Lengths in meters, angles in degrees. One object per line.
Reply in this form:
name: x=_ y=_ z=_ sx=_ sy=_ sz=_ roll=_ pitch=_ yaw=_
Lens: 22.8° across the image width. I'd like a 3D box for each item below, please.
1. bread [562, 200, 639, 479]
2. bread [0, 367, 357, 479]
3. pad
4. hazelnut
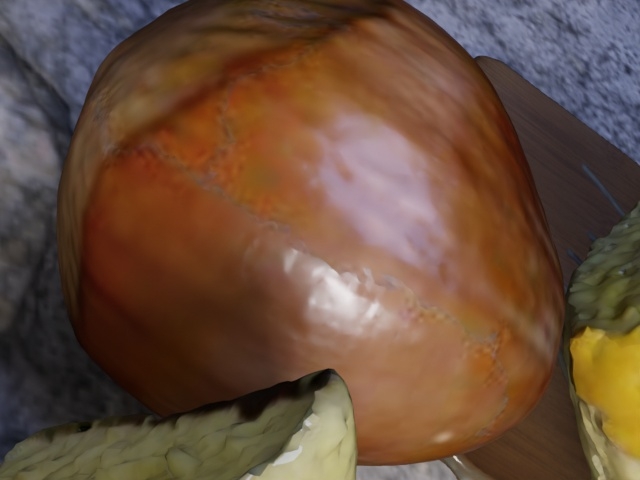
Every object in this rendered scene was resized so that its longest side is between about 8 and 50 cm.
bread: x=0.232 y=0.159 z=0.663 sx=0.236 sy=0.165 sz=0.375 roll=-42 pitch=111 yaw=-58
bread: x=-0.091 y=0.139 z=0.376 sx=0.142 sy=0.178 sz=0.266 roll=47 pitch=53 yaw=-4
pad: x=0.170 y=0.061 z=0.843 sx=0.286 sy=0.018 sz=0.284 roll=32 pitch=43 yaw=-22
hazelnut: x=0.000 y=0.000 z=0.595 sx=0.214 sy=0.176 sz=0.214 roll=35 pitch=22 yaw=-16
